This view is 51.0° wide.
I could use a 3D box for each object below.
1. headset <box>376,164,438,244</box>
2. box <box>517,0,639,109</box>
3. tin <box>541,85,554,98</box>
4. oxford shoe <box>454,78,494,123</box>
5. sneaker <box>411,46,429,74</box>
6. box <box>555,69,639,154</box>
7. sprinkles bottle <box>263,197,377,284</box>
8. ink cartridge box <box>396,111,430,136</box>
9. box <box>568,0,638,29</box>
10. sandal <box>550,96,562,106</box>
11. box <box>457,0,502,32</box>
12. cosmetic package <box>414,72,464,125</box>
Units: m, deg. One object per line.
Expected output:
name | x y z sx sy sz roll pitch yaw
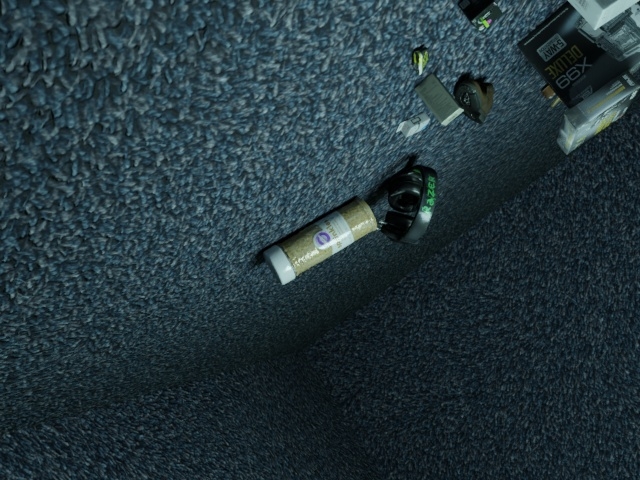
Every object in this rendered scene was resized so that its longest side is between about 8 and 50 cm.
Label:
headset | 0.242 -0.101 2.136 0.185 0.243 0.394 14 163 -11
box | 0.701 -0.507 1.706 0.307 0.242 0.076 -39 164 24
tin | 0.827 -0.535 2.230 0.190 0.040 0.106 -33 169 22
oxford shoe | 0.423 -0.400 1.824 0.096 0.083 0.227 -58 160 4
sneaker | 0.225 -0.395 1.483 0.035 0.031 0.083 -33 165 -4
box | 0.703 -0.321 1.718 0.183 0.056 0.231 -36 165 6
sprinkles bottle | 0.000 0.000 2.088 0.355 0.121 0.121 -31 165 -12
ink cartridge box | 0.249 -0.308 1.809 0.083 0.028 0.048 -27 164 -20
box | 0.681 -0.605 1.572 0.170 0.130 0.091 -33 164 0
sandal | 0.858 -0.499 2.258 0.180 0.049 0.072 -33 173 22
box | 0.333 -0.481 1.399 0.062 0.052 0.083 -39 163 21
cosmetic package | 0.286 -0.340 1.620 0.060 0.115 0.041 -39 165 23
